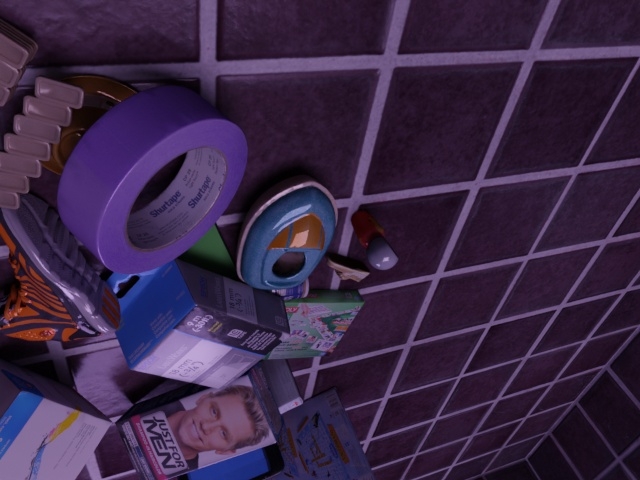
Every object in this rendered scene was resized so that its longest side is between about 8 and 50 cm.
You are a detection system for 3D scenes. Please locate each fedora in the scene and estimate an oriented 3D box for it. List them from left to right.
[{"bbox_3d":[-0.327,-0.141,0.798,0.194,0.079,0.194,-16,139,-15],"label":"fedora"}]

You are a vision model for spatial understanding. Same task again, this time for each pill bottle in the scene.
[{"bbox_3d":[-0.091,0.098,1.189,0.120,0.067,0.067,-4,135,-25],"label":"pill bottle"}]

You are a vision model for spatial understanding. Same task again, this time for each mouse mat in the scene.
[{"bbox_3d":[-0.254,0.043,1.089,0.152,0.007,0.190,-22,141,-7],"label":"mouse mat"}]

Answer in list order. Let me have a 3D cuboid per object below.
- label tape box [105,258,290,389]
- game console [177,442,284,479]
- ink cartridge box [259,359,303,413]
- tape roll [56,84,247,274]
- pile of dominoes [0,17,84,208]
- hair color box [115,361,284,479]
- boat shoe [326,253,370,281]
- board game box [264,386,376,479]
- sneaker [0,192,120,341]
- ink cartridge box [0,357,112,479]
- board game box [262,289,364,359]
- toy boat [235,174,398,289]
[{"bbox_3d":[-0.265,0.167,1.083,0.333,0.106,0.240,25,125,-36],"label":"label tape box"},{"bbox_3d":[-0.272,0.563,1.494,0.293,0.173,0.250,-21,140,-9],"label":"game console"},{"bbox_3d":[-0.149,0.385,1.397,0.179,0.145,0.045,-27,139,-1],"label":"ink cartridge box"},{"bbox_3d":[-0.234,-0.083,0.806,0.275,0.090,0.275,-45,163,-17],"label":"tape roll"},{"bbox_3d":[-0.446,-0.164,0.724,0.196,0.040,0.251,32,116,-23],"label":"pile of dominoes"},{"bbox_3d":[-0.280,0.426,1.287,0.347,0.174,0.105,-22,-176,9],"label":"hair color box"},{"bbox_3d":[0.059,0.068,1.255,0.135,0.050,0.045,21,115,-42],"label":"boat shoe"},{"bbox_3d":[-0.035,0.637,1.592,0.317,0.319,0.066,-23,143,-4],"label":"board game box"},{"bbox_3d":[-0.481,0.070,0.902,0.180,0.125,0.321,-16,129,2],"label":"sneaker"},{"bbox_3d":[-0.574,0.361,1.071,0.168,0.171,0.233,-58,141,-16],"label":"ink cartridge box"},{"bbox_3d":[-0.072,0.206,1.330,0.317,0.046,0.214,5,129,-32],"label":"board game box"},{"bbox_3d":[0.000,0.000,1.075,0.318,0.148,0.268,-2,133,-27],"label":"toy boat"}]
